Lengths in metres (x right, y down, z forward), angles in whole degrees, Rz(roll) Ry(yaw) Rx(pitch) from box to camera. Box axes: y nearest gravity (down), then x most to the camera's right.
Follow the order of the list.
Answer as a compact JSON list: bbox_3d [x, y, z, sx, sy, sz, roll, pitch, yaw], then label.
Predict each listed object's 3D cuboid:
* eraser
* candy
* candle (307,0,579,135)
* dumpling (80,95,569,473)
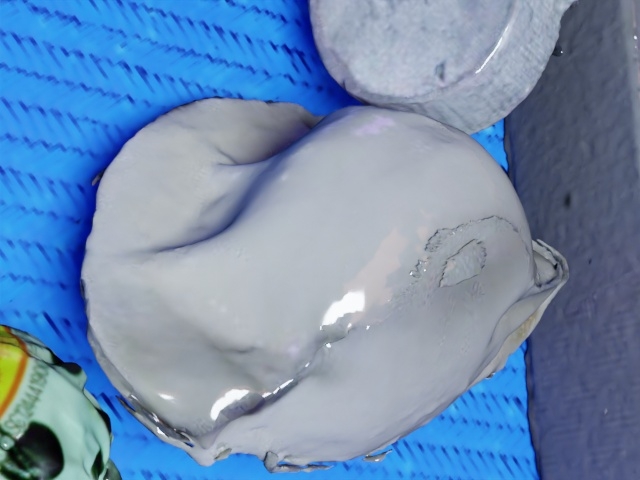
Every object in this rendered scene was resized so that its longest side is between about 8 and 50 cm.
[{"bbox_3d":[0.155,-0.006,0.745,0.077,0.111,0.353,2,79,-27],"label":"eraser"},{"bbox_3d":[-0.055,0.136,0.612,0.305,0.091,0.083,43,59,-26],"label":"candy"},{"bbox_3d":[0.061,-0.153,0.704,0.192,0.168,0.068,-50,155,4],"label":"candle"},{"bbox_3d":[0.000,0.000,0.652,0.247,0.142,0.172,-16,57,-44],"label":"dumpling"}]
